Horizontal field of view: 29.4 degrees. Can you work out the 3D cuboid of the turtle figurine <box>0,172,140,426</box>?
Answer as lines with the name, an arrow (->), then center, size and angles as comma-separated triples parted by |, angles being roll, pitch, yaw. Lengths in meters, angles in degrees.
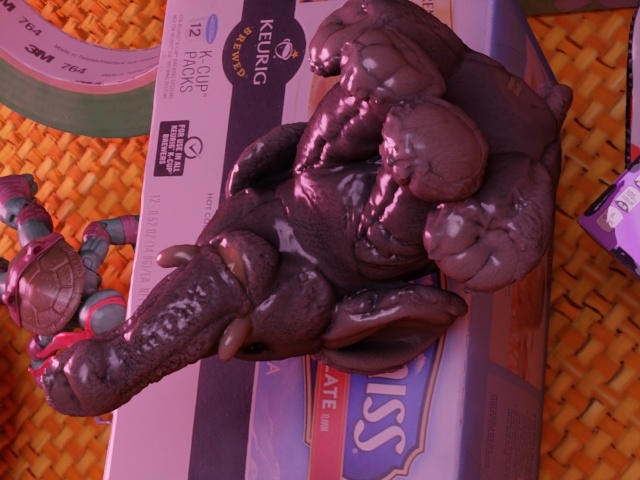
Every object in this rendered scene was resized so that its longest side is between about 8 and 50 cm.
turtle figurine -> -0.204, 0.038, 0.989 | 0.234, 0.118, 0.175 | 30, 81, 36

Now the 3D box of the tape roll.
tape roll -> -0.185, -0.239, 0.959 | 0.321, 0.321, 0.077 | -7, 29, 22

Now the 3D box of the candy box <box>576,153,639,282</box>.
candy box -> 0.291, -0.025, 0.768 | 0.165, 0.070, 0.196 | 45, 98, 16

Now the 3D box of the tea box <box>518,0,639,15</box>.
tea box -> 0.211, -0.354, 0.846 | 0.323, 0.220, 0.329 | -2, 76, 24

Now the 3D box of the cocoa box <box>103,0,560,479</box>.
cocoa box -> 0.027, 0.022, 0.820 | 0.228, 0.231, 0.347 | 1, 77, 22

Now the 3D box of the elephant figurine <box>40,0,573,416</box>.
elephant figurine -> 0.000, 0.000, 0.633 | 0.239, 0.186, 0.169 | -44, 29, 30

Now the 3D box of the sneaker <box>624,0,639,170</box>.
sneaker -> 0.254, -0.096, 0.857 | 0.075, 0.057, 0.161 | 2, 79, 13
